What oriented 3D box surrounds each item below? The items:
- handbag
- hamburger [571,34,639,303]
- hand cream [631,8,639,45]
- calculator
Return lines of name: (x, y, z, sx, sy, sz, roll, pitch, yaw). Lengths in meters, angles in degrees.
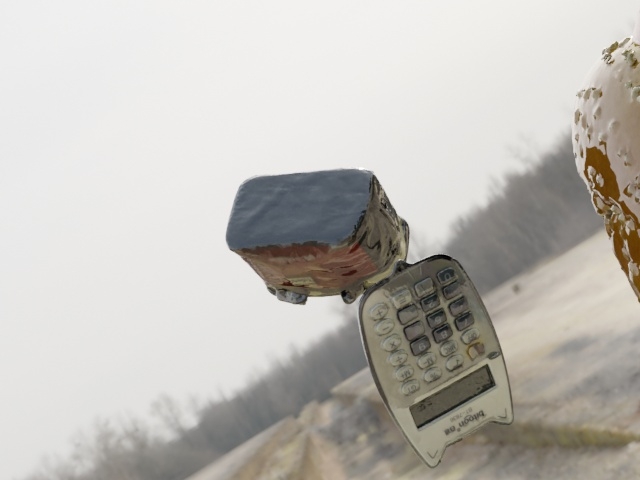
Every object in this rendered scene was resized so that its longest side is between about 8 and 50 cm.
handbag: (0.000, 0.000, 1.648, 0.255, 0.181, 0.181, -6, -34, 27)
hamburger: (0.425, -0.076, 1.063, 0.268, 0.445, 0.287, -12, -27, -9)
hand cream: (0.288, -0.152, 0.570, 0.230, 0.230, 0.149, -21, -55, -58)
calculator: (0.145, 0.145, 1.401, 0.177, 0.268, 0.040, -25, 16, -18)
